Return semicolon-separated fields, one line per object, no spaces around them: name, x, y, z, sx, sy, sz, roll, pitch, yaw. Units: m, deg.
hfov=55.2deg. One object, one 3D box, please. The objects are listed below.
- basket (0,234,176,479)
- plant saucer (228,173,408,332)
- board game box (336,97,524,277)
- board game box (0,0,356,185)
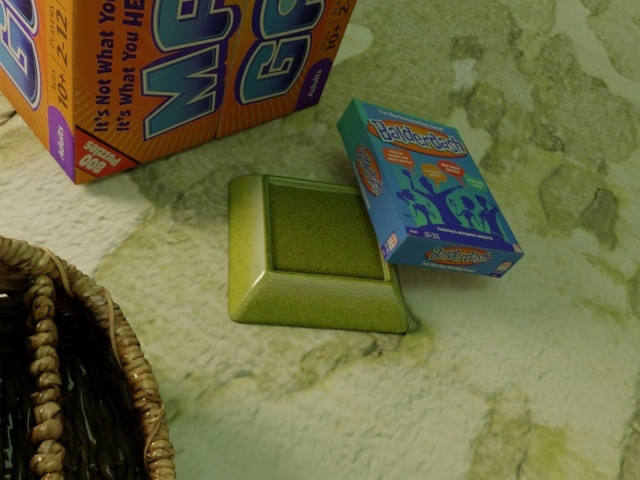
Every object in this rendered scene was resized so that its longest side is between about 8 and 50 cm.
basket;-0.184;0.138;0.341;0.213;0.223;0.299;-2;52;-22
plant saucer;0.000;0.000;0.645;0.188;0.045;0.188;6;50;-16
board game box;0.118;-0.061;0.691;0.160;0.047;0.210;8;46;-29
board game box;-0.185;-0.348;0.651;0.356;0.356;0.356;-29;66;-37
